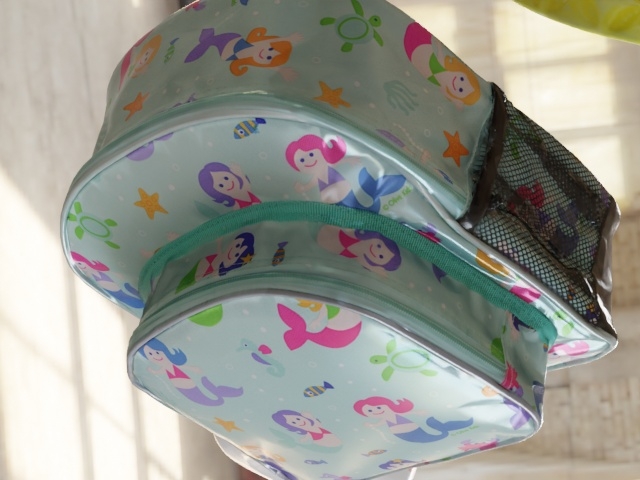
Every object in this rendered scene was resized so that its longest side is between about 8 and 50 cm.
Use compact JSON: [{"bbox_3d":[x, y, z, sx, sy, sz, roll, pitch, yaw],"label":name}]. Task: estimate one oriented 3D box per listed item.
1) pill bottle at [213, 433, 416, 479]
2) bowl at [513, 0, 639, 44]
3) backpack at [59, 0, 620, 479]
[{"bbox_3d":[0.039,0.065,1.266,0.181,0.182,0.323,74,36,-66],"label":"pill bottle"},{"bbox_3d":[0.275,-0.244,0.999,0.289,0.290,0.156,-85,180,-66],"label":"bowl"},{"bbox_3d":[0.000,0.000,0.709,0.253,0.225,0.191,42,46,-27],"label":"backpack"}]
